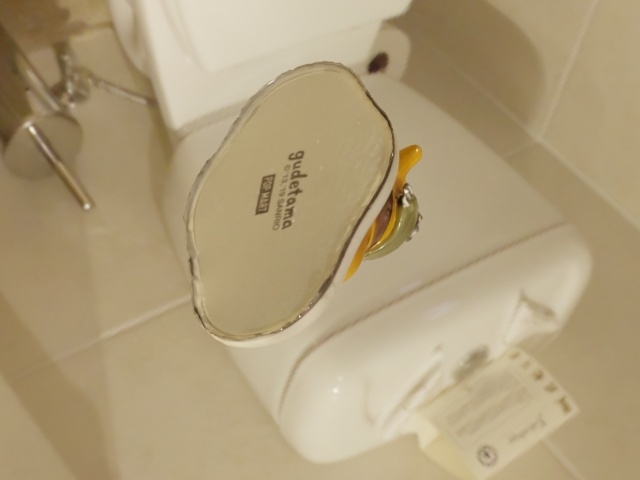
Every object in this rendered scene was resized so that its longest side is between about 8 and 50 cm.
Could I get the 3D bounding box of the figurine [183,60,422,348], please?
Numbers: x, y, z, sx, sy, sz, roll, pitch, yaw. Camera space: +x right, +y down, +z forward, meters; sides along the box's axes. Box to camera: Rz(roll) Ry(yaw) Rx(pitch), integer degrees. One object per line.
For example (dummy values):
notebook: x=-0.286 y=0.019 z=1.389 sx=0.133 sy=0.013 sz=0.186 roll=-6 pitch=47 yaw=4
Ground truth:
figurine: x=0.000 y=0.000 z=0.737 sx=0.141 sy=0.167 sz=0.249 roll=54 pitch=45 yaw=-45
